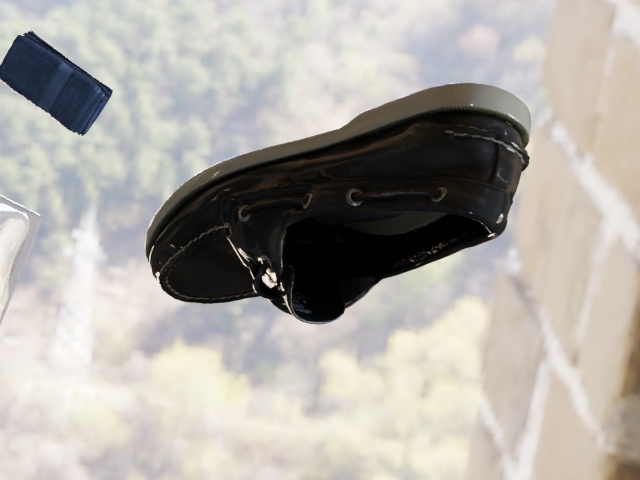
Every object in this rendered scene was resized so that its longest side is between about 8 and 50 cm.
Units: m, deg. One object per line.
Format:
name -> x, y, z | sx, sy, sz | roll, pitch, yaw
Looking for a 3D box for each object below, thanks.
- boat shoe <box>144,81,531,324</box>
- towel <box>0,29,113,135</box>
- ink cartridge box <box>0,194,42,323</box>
boat shoe -> 0.003, 0.001, 1.382 | 0.340, 0.113, 0.127 | -19, -34, 32
towel -> -0.290, -0.170, 2.137 | 0.119, 0.067, 0.029 | 35, 21, -3
ink cartridge box -> -0.434, -0.047, 1.637 | 0.207, 0.119, 0.353 | 14, -11, 44
